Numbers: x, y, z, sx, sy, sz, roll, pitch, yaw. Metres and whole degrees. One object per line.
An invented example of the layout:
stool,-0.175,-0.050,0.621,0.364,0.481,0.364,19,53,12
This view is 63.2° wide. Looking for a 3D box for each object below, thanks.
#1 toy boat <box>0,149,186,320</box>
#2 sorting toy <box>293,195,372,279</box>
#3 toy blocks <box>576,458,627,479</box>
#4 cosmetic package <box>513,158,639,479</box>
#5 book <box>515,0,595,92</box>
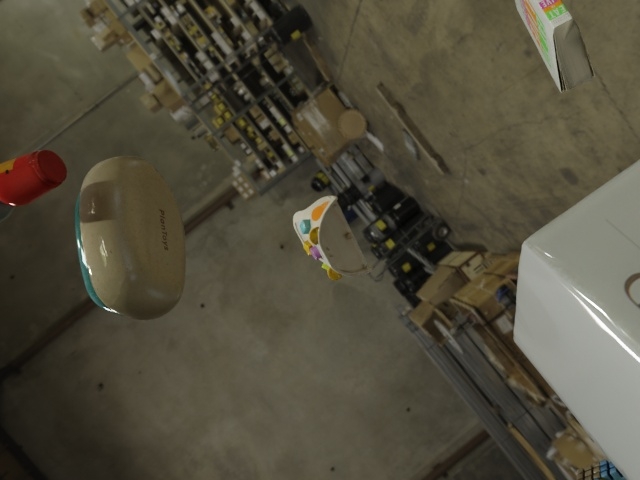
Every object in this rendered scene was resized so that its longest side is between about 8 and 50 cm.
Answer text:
toy boat,-0.328,-0.026,0.742,0.318,0.148,0.267,39,-144,-58
sorting toy,0.000,0.000,0.510,0.075,0.045,0.083,17,138,60
toy blocks,0.573,0.510,0.929,0.261,0.381,0.191,50,-150,6
cosmetic package,0.446,0.071,0.478,0.329,0.394,0.327,55,179,31
book,0.233,-0.239,0.542,0.096,0.035,0.144,37,-145,-50
